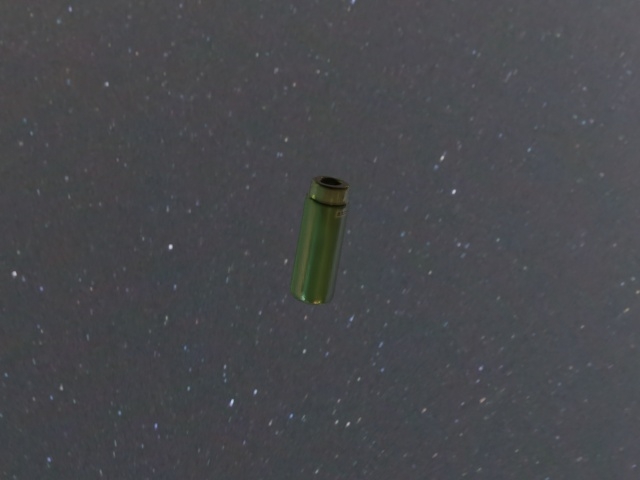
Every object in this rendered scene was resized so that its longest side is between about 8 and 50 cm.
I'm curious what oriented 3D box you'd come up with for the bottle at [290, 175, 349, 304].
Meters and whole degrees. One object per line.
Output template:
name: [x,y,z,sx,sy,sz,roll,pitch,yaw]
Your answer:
bottle: [0.000,0.000,0.557,0.030,0.083,0.030,8,-159,-3]
